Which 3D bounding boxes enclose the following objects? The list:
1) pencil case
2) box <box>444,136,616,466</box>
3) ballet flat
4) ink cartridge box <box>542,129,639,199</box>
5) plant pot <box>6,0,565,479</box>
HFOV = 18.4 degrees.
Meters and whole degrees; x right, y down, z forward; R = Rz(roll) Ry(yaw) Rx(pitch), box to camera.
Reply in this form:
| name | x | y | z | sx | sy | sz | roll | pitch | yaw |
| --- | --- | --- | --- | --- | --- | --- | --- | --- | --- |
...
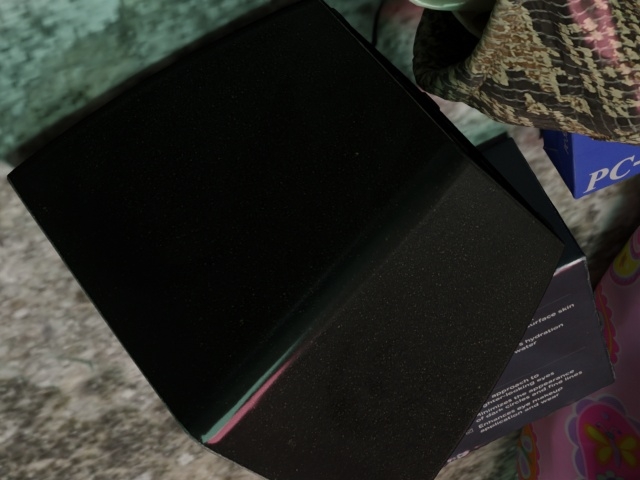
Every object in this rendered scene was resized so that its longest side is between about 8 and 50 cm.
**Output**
| name | x | y | z | sx | sy | sz | roll | pitch | yaw |
| --- | --- | --- | --- | --- | --- | --- | --- | --- | --- |
| pencil case | 0.215 | 0.081 | 1.238 | 0.124 | 0.124 | 0.284 | -10 | 144 | -23 |
| box | 0.070 | 0.046 | 1.111 | 0.156 | 0.093 | 0.158 | -26 | 148 | 0 |
| ballet flat | 0.076 | -0.196 | 0.746 | 0.182 | 0.164 | 0.483 | 1 | 147 | 5 |
| ink cartridge box | 0.217 | -0.102 | 1.050 | 0.207 | 0.046 | 0.097 | -22 | 146 | -6 |
| plant pot | 0.000 | 0.000 | 0.937 | 0.167 | 0.188 | 0.187 | -45 | 144 | 6 |
